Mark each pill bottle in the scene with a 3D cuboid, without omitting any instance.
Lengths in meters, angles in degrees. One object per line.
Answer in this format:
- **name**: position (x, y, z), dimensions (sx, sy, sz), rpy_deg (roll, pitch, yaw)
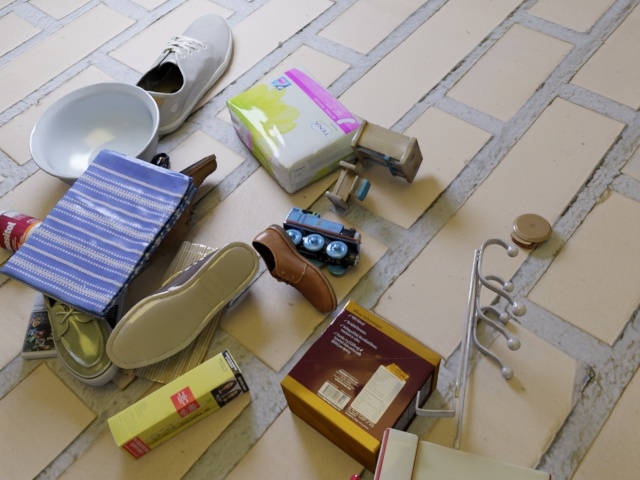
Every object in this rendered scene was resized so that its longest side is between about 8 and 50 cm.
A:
- **pill bottle**: position (-0.661, -0.017, 1.321), dimensions (0.152, 0.086, 0.086), rpy_deg (16, 58, 18)

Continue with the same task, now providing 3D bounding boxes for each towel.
- **towel**: position (-0.425, -0.030, 1.185), dimensions (0.243, 0.040, 0.336), rpy_deg (21, 61, 15)

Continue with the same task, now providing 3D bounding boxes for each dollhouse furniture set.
- **dollhouse furniture set**: position (0.121, -0.139, 1.320), dimensions (0.129, 0.129, 0.183), rpy_deg (24, 85, 21)

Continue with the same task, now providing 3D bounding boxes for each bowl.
- **bowl**: position (-0.503, -0.219, 1.414), dimensions (0.298, 0.134, 0.297), rpy_deg (-3, 57, 4)

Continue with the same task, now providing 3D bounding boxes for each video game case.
- **video game case**: position (-0.491, 0.151, 1.224), dimensions (0.190, 0.022, 0.173), rpy_deg (-5, 54, 2)

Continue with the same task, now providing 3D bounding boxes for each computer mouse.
- **computer mouse**: position (-0.405, -0.114, 1.398), dimensions (0.071, 0.041, 0.242), rpy_deg (0, 48, 26)

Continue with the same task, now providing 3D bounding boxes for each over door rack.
- **over door rack**: position (0.258, 0.192, 0.984), dimensions (0.108, 0.239, 0.324), rpy_deg (16, 57, 23)

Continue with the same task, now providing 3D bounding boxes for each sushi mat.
- **sushi mat**: position (-0.269, 0.138, 1.210), dimensions (0.151, 0.019, 0.316), rpy_deg (9, 56, 13)

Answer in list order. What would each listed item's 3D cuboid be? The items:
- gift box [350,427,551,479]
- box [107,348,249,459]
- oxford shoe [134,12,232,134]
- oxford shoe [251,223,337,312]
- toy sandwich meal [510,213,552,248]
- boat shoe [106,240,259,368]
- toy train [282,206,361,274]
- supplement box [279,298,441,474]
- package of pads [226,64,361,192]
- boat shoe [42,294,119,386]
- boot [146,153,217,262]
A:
- **gift box**: position (0.148, 0.431, 0.815), dimensions (0.258, 0.255, 0.276), rpy_deg (12, 51, 12)
- **box**: position (-0.244, 0.287, 1.061), dimensions (0.232, 0.087, 0.058), rpy_deg (-28, 57, -15)
- **oxford shoe**: position (-0.353, -0.468, 1.584), dimensions (0.169, 0.130, 0.449), rpy_deg (11, 55, 15)
- **oxford shoe**: position (-0.054, 0.067, 1.175), dimensions (0.212, 0.076, 0.076), rpy_deg (46, 45, 10)
- **toy sandwich meal**: position (0.431, -0.019, 1.242), dimensions (0.086, 0.029, 0.085), rpy_deg (-2, 50, 2)
- **boat shoe**: position (-0.259, 0.119, 1.151), dimensions (0.324, 0.097, 0.116), rpy_deg (-41, 101, -18)
- **toy train**: position (0.000, 0.000, 1.245), dimensions (0.184, 0.080, 0.105), rpy_deg (15, 52, 16)
- **supplement box**: position (0.071, 0.245, 1.030), dimensions (0.191, 0.129, 0.194), rpy_deg (31, 63, 25)
- **package of pads**: position (-0.063, -0.267, 1.424), dimensions (0.229, 0.101, 0.296), rpy_deg (-31, 57, -16)
- **boat shoe**: position (-0.476, 0.144, 1.154), dimensions (0.109, 0.094, 0.302), rpy_deg (-31, 58, -16)
- **boot**: position (-0.318, -0.073, 1.328), dimensions (0.115, 0.112, 0.305), rpy_deg (49, 59, -14)
